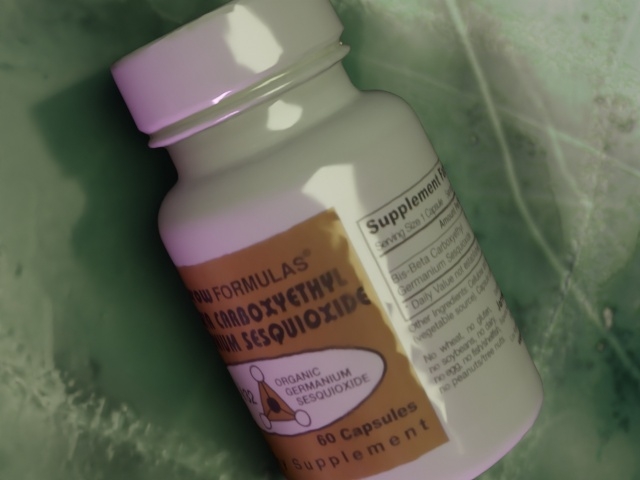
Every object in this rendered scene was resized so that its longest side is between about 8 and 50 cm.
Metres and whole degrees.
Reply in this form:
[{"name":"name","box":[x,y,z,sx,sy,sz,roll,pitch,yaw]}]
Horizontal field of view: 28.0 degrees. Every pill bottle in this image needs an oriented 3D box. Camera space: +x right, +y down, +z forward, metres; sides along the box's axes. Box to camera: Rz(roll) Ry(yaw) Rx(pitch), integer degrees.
[{"name":"pill bottle","box":[0.000,0.000,0.591,0.131,0.131,0.229,-32,101,-27]}]
